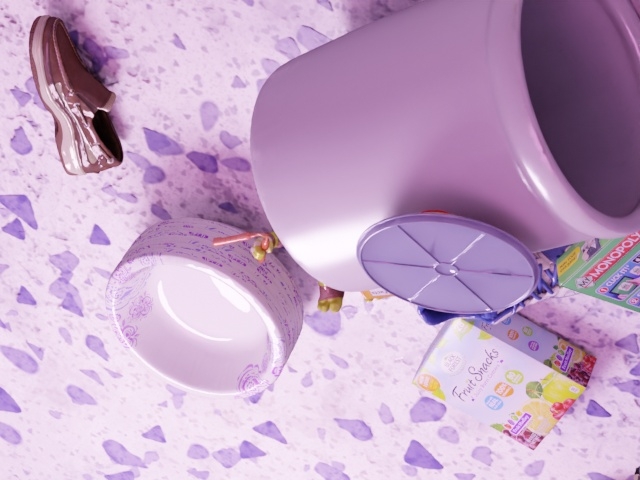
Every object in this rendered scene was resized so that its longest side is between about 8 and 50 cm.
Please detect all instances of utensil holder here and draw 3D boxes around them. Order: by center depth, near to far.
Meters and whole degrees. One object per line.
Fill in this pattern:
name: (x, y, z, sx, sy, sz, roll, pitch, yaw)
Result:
utensil holder: (0.159, -0.121, 1.699, 0.385, 0.328, 0.328, -17, 119, 38)

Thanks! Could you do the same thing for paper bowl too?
paper bowl: (-0.160, 0.086, 2.157, 0.284, 0.148, 0.284, 14, 132, 16)

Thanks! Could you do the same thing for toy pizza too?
toy pizza: (0.139, 0.019, 1.598, 0.201, 0.032, 0.201, 9, 150, 6)

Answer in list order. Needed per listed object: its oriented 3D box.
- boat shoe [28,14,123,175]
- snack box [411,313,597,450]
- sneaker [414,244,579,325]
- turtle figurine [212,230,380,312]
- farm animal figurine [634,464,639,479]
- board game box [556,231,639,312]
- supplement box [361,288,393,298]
boat shoe: (-0.329, -0.204, 2.041, 0.095, 0.095, 0.257, -1, 135, 10)
snack box: (0.258, 0.186, 2.093, 0.207, 0.070, 0.174, 29, 136, 2)
sneaker: (0.263, 0.059, 1.939, 0.296, 0.131, 0.112, -12, 120, 32)
turtle figurine: (0.000, 0.000, 2.034, 0.269, 0.087, 0.217, -23, 128, 2)
farm animal figurine: (0.550, 0.457, 2.113, 0.327, 0.172, 0.330, 41, 134, -11)
board game box: (0.463, -0.017, 1.771, 0.213, 0.046, 0.317, 19, 137, -22)
supplement box: (0.151, 0.017, 1.913, 0.233, 0.078, 0.080, -5, 134, 30)
